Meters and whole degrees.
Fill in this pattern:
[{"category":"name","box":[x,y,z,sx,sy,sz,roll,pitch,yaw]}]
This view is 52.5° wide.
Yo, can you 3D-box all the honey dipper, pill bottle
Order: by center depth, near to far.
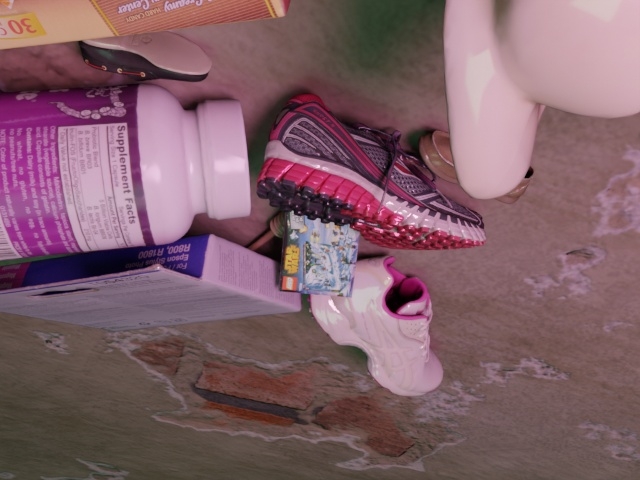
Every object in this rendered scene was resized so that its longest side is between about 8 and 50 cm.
[{"category":"pill bottle","box":[-0.227,-0.073,0.667,0.301,0.169,0.169,-6,141,-9]},{"category":"honey dipper","box":[-0.080,0.004,0.868,0.030,0.031,0.160,30,137,-25]}]

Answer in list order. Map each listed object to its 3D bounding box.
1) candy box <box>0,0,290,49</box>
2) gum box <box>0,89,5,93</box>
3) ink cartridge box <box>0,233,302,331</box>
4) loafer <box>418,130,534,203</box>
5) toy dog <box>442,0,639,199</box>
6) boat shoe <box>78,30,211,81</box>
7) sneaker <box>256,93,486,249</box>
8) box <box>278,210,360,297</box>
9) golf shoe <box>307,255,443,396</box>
[{"category":"candy box","box":[-0.192,-0.264,0.521,0.316,0.088,0.183,-3,139,11]},{"category":"gum box","box":[-0.357,-0.080,0.799,0.156,0.041,0.184,30,134,-24]},{"category":"ink cartridge box","box":[-0.234,0.055,0.817,0.323,0.072,0.330,-8,163,21]},{"category":"loafer","box":[0.171,-0.088,0.706,0.147,0.056,0.050,17,139,-27]},{"category":"toy dog","box":[0.293,-0.187,0.304,0.407,0.285,0.396,13,138,32]},{"category":"boat shoe","box":[-0.174,-0.183,0.647,0.132,0.049,0.042,13,144,-3]},{"category":"sneaker","box":[0.077,-0.061,0.713,0.299,0.112,0.120,21,164,-34]},{"category":"box","box":[0.000,0.000,0.798,0.093,0.027,0.137,5,109,-4]},{"category":"golf shoe","box":[0.114,0.129,0.926,0.140,0.115,0.306,-24,132,28]}]
